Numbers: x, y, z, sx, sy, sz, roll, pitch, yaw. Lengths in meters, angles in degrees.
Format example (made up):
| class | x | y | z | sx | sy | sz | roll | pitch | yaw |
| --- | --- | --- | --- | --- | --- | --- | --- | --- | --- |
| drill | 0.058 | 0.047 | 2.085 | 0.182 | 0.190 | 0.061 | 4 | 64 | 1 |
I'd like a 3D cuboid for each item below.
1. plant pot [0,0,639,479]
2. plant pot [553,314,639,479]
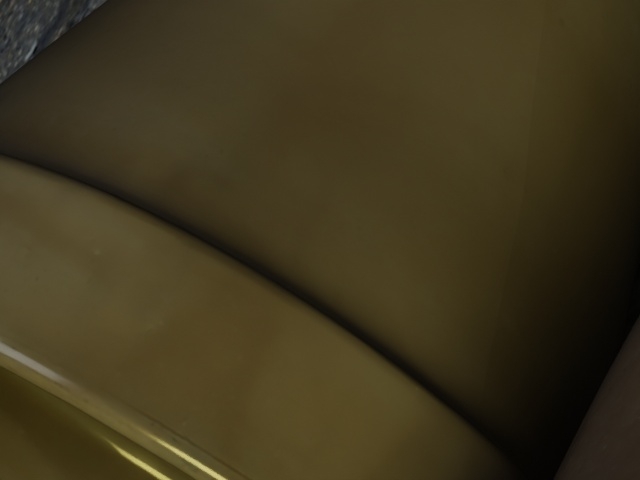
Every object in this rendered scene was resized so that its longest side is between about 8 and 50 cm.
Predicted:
| class | x | y | z | sx | sy | sz | roll | pitch | yaw |
| --- | --- | --- | --- | --- | --- | --- | --- | --- | --- |
| plant pot | 0.000 | 0.000 | 0.611 | 0.323 | 0.323 | 0.280 | 5 | 57 | 52 |
| plant pot | 0.153 | 0.097 | 0.402 | 0.263 | 0.263 | 0.229 | -25 | 34 | 41 |
